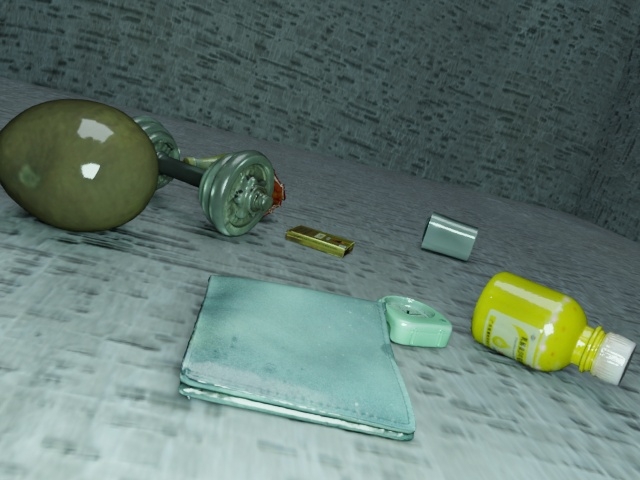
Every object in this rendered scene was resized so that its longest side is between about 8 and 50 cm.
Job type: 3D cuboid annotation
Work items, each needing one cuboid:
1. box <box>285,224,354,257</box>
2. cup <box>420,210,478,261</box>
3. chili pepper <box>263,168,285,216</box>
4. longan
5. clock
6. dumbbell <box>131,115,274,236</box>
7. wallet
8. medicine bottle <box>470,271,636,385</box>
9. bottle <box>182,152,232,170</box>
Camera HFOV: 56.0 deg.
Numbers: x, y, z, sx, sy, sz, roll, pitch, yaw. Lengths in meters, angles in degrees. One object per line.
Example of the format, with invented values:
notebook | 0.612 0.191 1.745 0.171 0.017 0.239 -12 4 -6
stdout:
box | 0.000 0.000 1.293 0.133 0.023 0.090 18 15 12
cup | 0.328 -0.012 1.542 0.129 0.095 0.128 20 12 10
chili pepper | -0.214 -0.124 1.435 0.144 0.136 0.253 -46 35 -23
longan | -0.386 -0.119 0.961 0.248 0.248 0.248 14 14 -3
clock | 0.130 0.118 0.919 0.101 0.041 0.135 8 14 -23
dumbbell | -0.270 -0.136 1.230 0.406 0.179 0.179 21 15 24
wallet | -0.026 0.120 0.721 0.251 0.054 0.290 11 15 -8
medicine bottle | 0.343 0.137 0.891 0.212 0.121 0.122 24 16 33
bottle | -0.274 -0.214 1.734 0.270 0.083 0.083 0 20 -46
